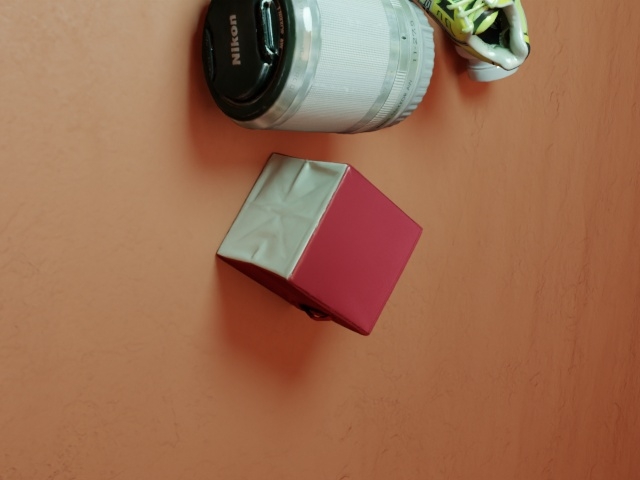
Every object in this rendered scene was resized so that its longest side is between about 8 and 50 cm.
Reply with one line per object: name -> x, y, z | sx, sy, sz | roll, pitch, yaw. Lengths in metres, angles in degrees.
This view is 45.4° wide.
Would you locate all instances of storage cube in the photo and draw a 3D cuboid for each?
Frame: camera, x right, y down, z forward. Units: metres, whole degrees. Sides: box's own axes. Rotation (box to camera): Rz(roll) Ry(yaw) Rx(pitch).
storage cube -> 0.000, 0.000, 1.147 | 0.193, 0.183, 0.215 | 36, 77, -40

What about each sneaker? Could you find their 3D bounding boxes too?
sneaker -> 0.191, -0.376, 1.067 | 0.145, 0.147, 0.384 | -43, 138, 22

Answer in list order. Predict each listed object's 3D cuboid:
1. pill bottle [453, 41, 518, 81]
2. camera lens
pill bottle -> 0.287, -0.398, 1.347 | 0.121, 0.121, 0.216 | -36, 123, -30
camera lens -> -0.007, -0.258, 1.048 | 0.274, 0.219, 0.220 | -4, 104, -42
